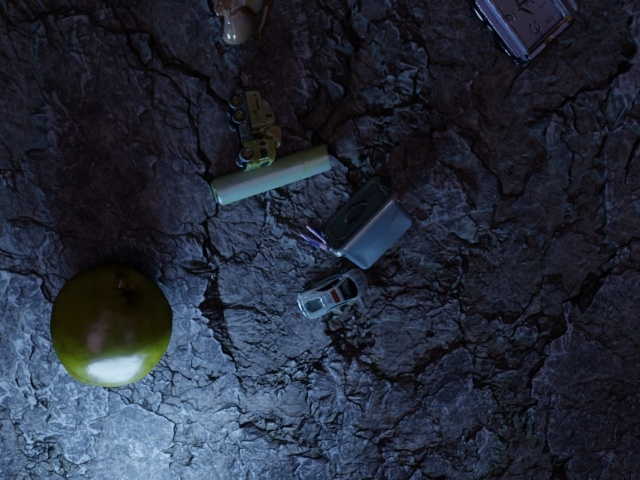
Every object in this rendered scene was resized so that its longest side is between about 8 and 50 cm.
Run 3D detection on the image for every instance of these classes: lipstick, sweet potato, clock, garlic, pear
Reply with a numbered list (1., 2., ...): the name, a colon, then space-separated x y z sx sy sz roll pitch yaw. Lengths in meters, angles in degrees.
1. lipstick: -0.125 -0.166 1.426 0.305 0.076 0.076 -18 109 -1
2. sweet potato: -0.134 -0.527 1.335 0.026 0.026 0.115 17 107 -13
3. clock: 0.490 -0.580 1.379 0.186 0.083 0.253 -43 109 6
4. garlic: -0.192 -0.539 1.293 0.124 0.099 0.174 4 112 -29
5. pear: -0.522 0.232 1.402 0.288 0.287 0.375 21 119 -14

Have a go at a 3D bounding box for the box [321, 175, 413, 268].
1. box: 0.120 -0.045 1.462 0.227 0.162 0.130 -45 119 7

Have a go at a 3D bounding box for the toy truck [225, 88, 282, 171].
1. toy truck: -0.156 -0.268 1.362 0.116 0.085 0.191 -11 87 -14

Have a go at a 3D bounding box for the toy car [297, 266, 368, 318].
1. toy car: 0.036 0.144 1.562 0.205 0.056 0.095 -24 108 0

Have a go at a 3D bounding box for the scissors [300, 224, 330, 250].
1. scissors: 0.000 0.000 1.531 0.113 0.012 0.039 32 101 -17
